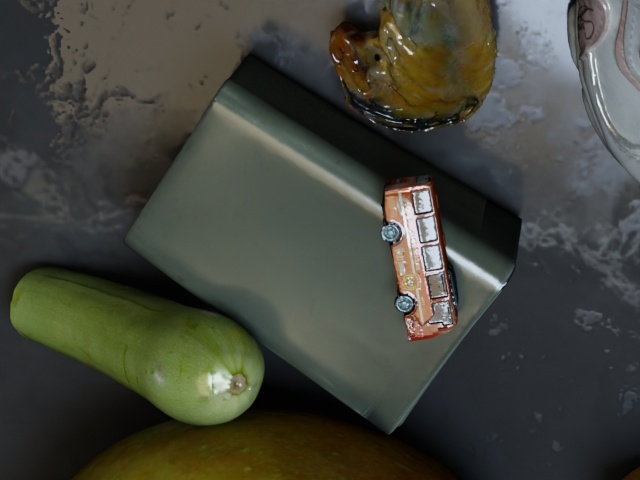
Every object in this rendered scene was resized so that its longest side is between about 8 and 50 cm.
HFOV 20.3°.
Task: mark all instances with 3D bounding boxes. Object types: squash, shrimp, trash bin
[{"bbox_3d":[-0.131,0.073,1.306,0.250,0.083,0.083,18,119,47],"label":"squash"},{"bbox_3d":[0.051,-0.176,1.215,0.117,0.066,0.262,-16,126,4],"label":"shrimp"},{"bbox_3d":[0.000,0.000,1.296,0.240,0.122,0.164,32,112,-3],"label":"trash bin"}]

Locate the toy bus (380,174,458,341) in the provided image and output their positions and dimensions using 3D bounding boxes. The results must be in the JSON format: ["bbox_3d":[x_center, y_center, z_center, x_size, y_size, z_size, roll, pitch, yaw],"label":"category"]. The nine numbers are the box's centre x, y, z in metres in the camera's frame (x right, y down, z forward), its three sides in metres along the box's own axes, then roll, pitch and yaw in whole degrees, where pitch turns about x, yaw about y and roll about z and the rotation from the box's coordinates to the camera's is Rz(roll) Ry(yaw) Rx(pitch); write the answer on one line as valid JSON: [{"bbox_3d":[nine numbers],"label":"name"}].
[{"bbox_3d":[0.067,0.012,1.207,0.043,0.031,0.110,-9,106,8],"label":"toy bus"}]

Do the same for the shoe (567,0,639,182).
[{"bbox_3d":[0.235,-0.181,1.150,0.172,0.198,0.351,0,108,13],"label":"shoe"}]

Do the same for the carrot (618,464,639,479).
[{"bbox_3d":[0.334,0.315,1.314,0.224,0.224,0.341,-18,99,14],"label":"carrot"}]

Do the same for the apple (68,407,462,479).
[{"bbox_3d":[-0.041,0.302,1.321,0.374,0.374,0.384,-29,141,17],"label":"apple"}]
